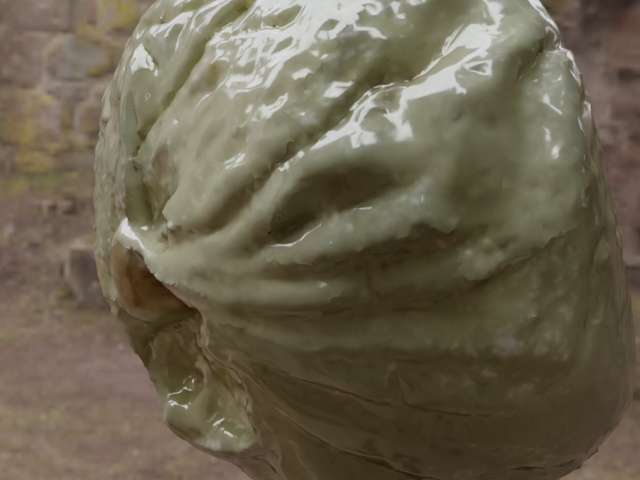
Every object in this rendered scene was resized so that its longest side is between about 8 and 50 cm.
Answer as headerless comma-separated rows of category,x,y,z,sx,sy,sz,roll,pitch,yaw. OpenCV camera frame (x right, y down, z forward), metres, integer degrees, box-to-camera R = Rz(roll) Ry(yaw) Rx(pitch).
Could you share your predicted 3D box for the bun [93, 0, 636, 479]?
bun,0.000,0.000,0.823,0.227,0.352,0.349,-22,-25,-23
